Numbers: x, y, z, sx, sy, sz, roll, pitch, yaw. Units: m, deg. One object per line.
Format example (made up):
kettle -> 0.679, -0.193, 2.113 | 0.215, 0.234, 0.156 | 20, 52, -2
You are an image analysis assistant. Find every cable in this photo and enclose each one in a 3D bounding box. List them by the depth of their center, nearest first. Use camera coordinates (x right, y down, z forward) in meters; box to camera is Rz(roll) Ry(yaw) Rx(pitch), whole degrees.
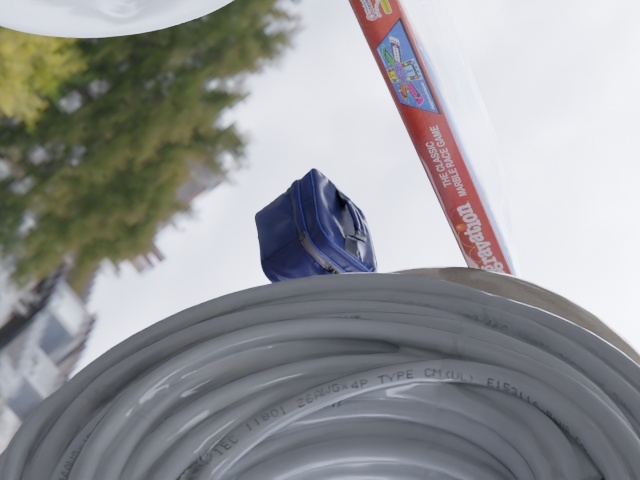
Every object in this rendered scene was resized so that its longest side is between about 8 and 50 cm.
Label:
cable -> 0.013, 0.111, 0.511 | 0.257, 0.089, 0.257 | 10, -144, 23

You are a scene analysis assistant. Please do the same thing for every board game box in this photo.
board game box -> 0.064, -0.096, 0.893 | 0.027, 0.281, 0.145 | -16, -133, 12

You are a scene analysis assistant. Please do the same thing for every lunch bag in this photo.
lunch bag -> 0.000, 0.000, 1.087 | 0.065, 0.067, 0.098 | -41, -148, 19

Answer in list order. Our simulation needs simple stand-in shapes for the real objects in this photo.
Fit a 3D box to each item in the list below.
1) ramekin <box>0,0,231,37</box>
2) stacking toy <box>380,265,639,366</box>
ramekin -> -0.163, -0.257, 1.151 | 0.277, 0.135, 0.277 | -8, 164, -2
stacking toy -> 0.159, 0.227, 0.880 | 0.350, 0.480, 0.351 | -14, -112, 37
